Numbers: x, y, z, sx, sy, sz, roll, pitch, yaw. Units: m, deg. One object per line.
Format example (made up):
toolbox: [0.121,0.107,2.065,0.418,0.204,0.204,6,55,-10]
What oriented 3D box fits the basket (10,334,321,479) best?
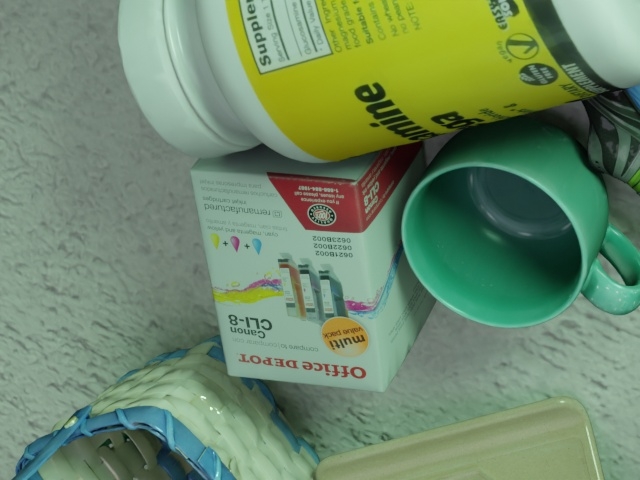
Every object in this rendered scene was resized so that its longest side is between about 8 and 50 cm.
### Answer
basket: [-0.122,0.237,1.416,0.201,0.289,0.255,-25,107,35]

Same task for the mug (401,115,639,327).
mug: [0.139,-0.009,1.255,0.129,0.097,0.158,-27,108,35]

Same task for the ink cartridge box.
ink cartridge box: [0.000,0.000,1.307,0.128,0.127,0.176,5,124,22]

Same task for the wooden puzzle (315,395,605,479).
wooden puzzle: [0.122,0.257,1.383,0.221,0.044,0.239,-17,76,16]

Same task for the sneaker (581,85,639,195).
sneaker: [0.222,-0.059,1.212,0.078,0.067,0.188,-19,110,48]

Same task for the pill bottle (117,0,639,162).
pill bottle: [0.045,-0.154,1.146,0.334,0.188,0.188,-13,115,32]
